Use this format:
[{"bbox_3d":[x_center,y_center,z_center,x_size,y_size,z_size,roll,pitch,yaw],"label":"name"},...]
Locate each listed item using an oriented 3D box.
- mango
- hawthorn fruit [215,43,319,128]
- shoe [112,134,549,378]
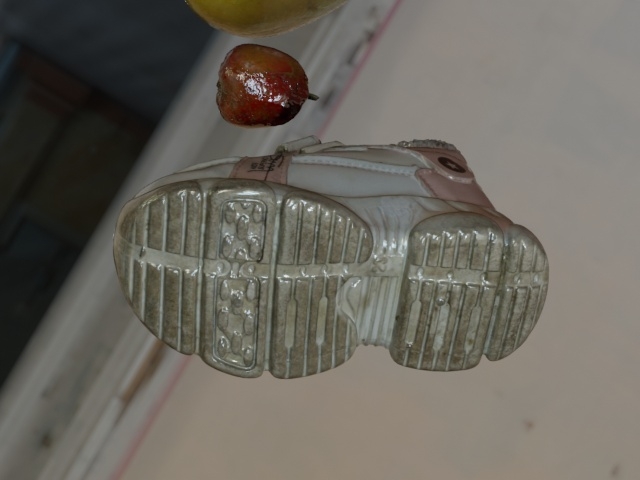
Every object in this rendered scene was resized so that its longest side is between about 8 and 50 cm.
[{"bbox_3d":[-0.012,-0.305,1.958,0.329,0.175,0.176,-19,-140,-40],"label":"mango"},{"bbox_3d":[-0.049,-0.123,1.541,0.077,0.077,0.077,30,176,3],"label":"hawthorn fruit"},{"bbox_3d":[-0.001,0.002,1.564,0.351,0.172,0.198,9,-153,-17],"label":"shoe"}]
